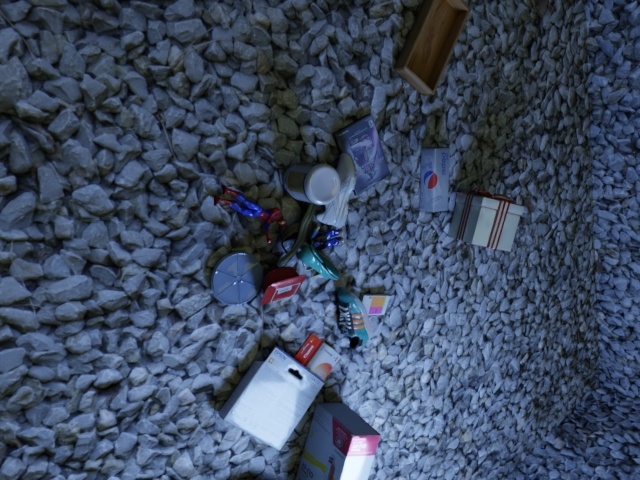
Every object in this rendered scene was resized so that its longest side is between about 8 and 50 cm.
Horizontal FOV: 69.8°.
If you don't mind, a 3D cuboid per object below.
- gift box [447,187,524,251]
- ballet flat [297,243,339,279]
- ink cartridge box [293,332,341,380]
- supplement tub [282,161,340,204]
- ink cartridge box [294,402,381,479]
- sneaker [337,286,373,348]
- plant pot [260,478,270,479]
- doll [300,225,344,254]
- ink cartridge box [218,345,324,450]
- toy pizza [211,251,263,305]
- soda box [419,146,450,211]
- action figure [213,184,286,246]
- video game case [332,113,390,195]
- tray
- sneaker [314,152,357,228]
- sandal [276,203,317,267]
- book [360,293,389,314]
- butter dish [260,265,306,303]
[{"bbox_3d":[0.763,-0.111,2.185,0.255,0.276,0.258,10,99,-21],"label":"gift box"},{"bbox_3d":[-0.014,0.098,1.815,0.087,0.083,0.247,-29,139,13],"label":"ballet flat"},{"bbox_3d":[-0.012,0.496,1.930,0.145,0.045,0.179,-52,125,-13],"label":"ink cartridge box"},{"bbox_3d":[-0.037,-0.210,1.659,0.144,0.200,0.144,-8,105,-31],"label":"supplement tub"},{"bbox_3d":[0.063,0.926,1.931,0.160,0.279,0.384,14,93,-34],"label":"ink cartridge box"},{"bbox_3d":[0.130,0.339,1.948,0.121,0.108,0.302,-39,120,-25],"label":"sneaker"},{"bbox_3d":[-0.190,1.117,1.837,0.271,0.272,0.255,-43,105,-18],"label":"plant pot"},{"bbox_3d":[0.000,0.000,1.823,0.189,0.046,0.129,-18,120,-22],"label":"doll"},{"bbox_3d":[-0.185,0.624,1.831,0.324,0.071,0.330,46,72,-31],"label":"ink cartridge box"},{"bbox_3d":[-0.303,0.137,1.664,0.201,0.032,0.201,-8,104,-33],"label":"toy pizza"},{"bbox_3d":[0.515,-0.276,2.072,0.098,0.091,0.286,-9,105,-31],"label":"soda box"},{"bbox_3d":[-0.229,-0.080,1.604,0.280,0.139,0.091,20,130,-36],"label":"action figure"},{"bbox_3d":[0.173,-0.348,1.873,0.196,0.026,0.274,-34,116,-23],"label":"video game case"},{"bbox_3d":[0.470,-0.846,1.927,0.203,0.076,0.411,26,87,-35],"label":"tray"},{"bbox_3d":[0.060,-0.197,1.780,0.129,0.111,0.297,10,95,-13],"label":"sneaker"},{"bbox_3d":[-0.100,-0.029,1.716,0.086,0.120,0.302,26,65,-5],"label":"sandal"},{"bbox_3d":[0.236,0.287,2.053,0.144,0.035,0.096,5,101,-34],"label":"book"},{"bbox_3d":[-0.156,0.149,1.721,0.160,0.118,0.160,-13,151,-30],"label":"butter dish"}]
